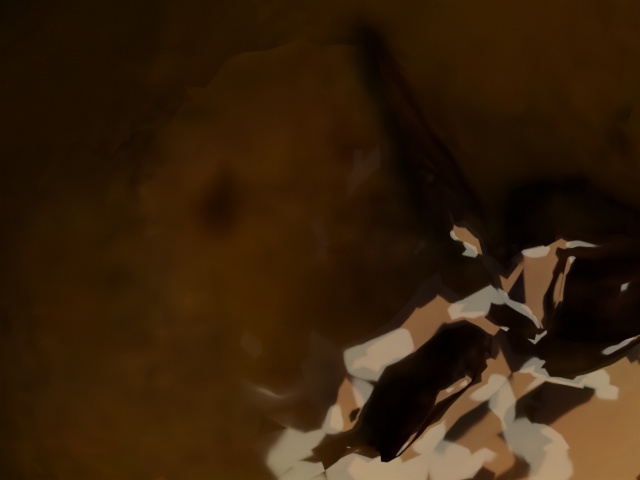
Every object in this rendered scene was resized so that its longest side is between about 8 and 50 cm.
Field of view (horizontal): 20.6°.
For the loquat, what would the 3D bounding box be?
[{"bbox_3d":[0.000,0.000,0.670,0.328,0.328,0.359,-49,-157,-11],"label":"loquat"}]
